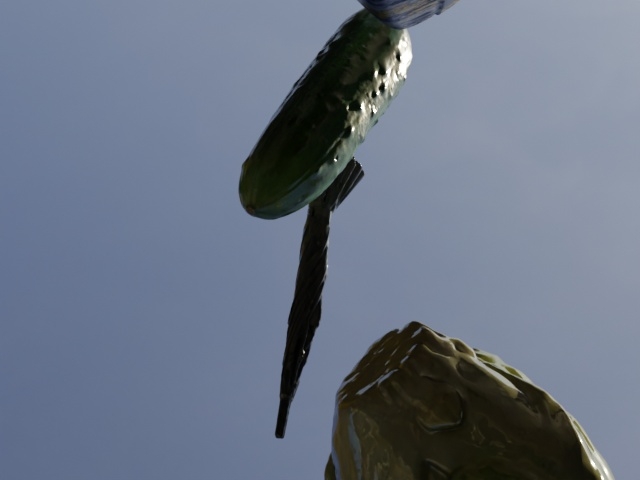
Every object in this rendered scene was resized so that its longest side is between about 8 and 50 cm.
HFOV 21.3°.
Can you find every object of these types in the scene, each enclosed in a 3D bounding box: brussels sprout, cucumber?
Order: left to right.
[{"bbox_3d":[0.009,-0.058,0.651,0.037,0.037,0.155,9,-141,20],"label":"cucumber"},{"bbox_3d":[0.119,0.229,1.415,0.242,0.274,0.317,-34,-102,-9],"label":"brussels sprout"}]

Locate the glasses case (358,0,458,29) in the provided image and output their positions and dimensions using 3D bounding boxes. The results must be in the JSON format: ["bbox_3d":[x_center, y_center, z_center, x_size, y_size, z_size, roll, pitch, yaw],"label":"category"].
[{"bbox_3d":[0.017,-0.120,0.497,0.065,0.087,0.248,-32,177,1],"label":"glasses case"}]

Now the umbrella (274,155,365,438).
[{"bbox_3d":[0.000,0.001,1.130,0.044,0.044,0.269,10,-101,0],"label":"umbrella"}]
